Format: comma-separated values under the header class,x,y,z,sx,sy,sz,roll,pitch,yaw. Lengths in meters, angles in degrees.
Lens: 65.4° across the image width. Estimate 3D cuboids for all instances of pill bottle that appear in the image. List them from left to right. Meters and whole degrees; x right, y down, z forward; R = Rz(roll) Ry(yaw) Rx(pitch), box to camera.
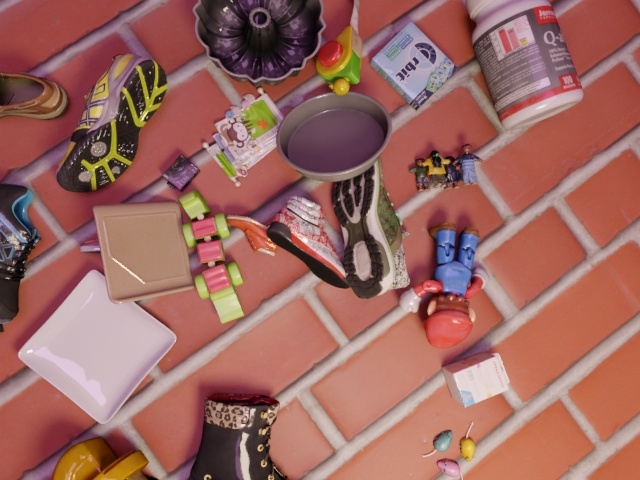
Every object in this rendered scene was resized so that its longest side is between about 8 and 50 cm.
class,x,y,z,sx,sy,sz,roll,pitch,yaw
pill bottle,0.524,-0.496,1.311,0.210,0.210,0.363,-19,88,-6

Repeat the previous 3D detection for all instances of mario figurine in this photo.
class,x,y,z,sx,sy,sz,roll,pitch,yaw
mario figurine,0.327,0.124,1.317,0.198,0.170,0.320,3,72,31

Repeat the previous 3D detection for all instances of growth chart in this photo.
class,x,y,z,sx,sy,sz,roll,pitch,yaw
growth chart,-0.195,-0.281,1.325,0.172,0.021,0.237,45,83,0

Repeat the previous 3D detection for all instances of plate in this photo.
class,x,y,z,sx,sy,sz,roll,pitch,yaw
plate,-0.547,0.261,1.243,0.278,0.045,0.277,39,83,-1

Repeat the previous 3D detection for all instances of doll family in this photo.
class,x,y,z,sx,sy,sz,roll,pitch,yaw
doll family,0.341,-0.198,1.346,0.193,0.076,0.111,-4,82,-11

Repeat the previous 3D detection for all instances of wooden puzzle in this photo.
class,x,y,z,sx,sy,sz,roll,pitch,yaw
wooden puzzle,-0.430,0.022,1.220,0.221,0.044,0.239,-9,83,-47

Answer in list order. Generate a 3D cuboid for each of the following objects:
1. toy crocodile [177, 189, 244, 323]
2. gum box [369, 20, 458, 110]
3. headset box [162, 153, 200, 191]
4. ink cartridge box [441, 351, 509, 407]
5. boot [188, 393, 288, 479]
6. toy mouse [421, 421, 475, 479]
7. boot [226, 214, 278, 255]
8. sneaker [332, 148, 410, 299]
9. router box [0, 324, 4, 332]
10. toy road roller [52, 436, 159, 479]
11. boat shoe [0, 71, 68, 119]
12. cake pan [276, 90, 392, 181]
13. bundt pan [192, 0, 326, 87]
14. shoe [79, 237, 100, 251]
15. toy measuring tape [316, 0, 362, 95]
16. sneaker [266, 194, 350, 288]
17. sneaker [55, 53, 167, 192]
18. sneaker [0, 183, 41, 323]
class,x,y,z,sx,sy,sz,roll,pitch,yaw
toy crocodile,-0.272,0.039,1.253,0.115,0.105,0.340,-16,88,-6
gum box,0.255,-0.478,1.369,0.184,0.041,0.157,44,83,0
headset box,-0.364,-0.172,1.295,0.062,0.032,0.083,41,82,-2
ink cartridge box,0.409,0.356,1.302,0.143,0.090,0.092,-19,88,-7
boot,-0.135,0.538,1.222,0.377,0.138,0.284,7,85,1
toy mouse,0.339,0.564,1.311,0.143,0.031,0.161,0,86,-5
boot,-0.176,-0.015,1.291,0.158,0.059,0.085,21,89,-5
sneaker,0.149,-0.047,1.305,0.182,0.158,0.410,9,72,-43
router box,-0.940,0.114,1.197,0.243,0.081,0.309,-16,88,-6
toy road roller,-0.544,0.614,1.149,0.329,0.202,0.240,-40,78,-12
boat shoe,-0.804,-0.364,1.223,0.324,0.120,0.123,-5,86,-6
cake pan,0.035,-0.261,1.263,0.293,0.054,0.293,-6,56,8
bundt pan,-0.154,-0.548,1.295,0.330,0.124,0.331,0,86,-4
shoe,-0.514,-0.015,1.258,0.178,0.063,0.081,-6,85,-11
toy measuring tape,0.049,-0.525,1.334,0.121,0.121,0.330,5,69,-5
sneaker,0.000,-0.001,1.287,0.270,0.090,0.145,38,61,-18
sneaker,-0.536,-0.292,1.256,0.147,0.145,0.385,32,86,28
sneaker,-0.756,0.027,1.200,0.139,0.125,0.341,-8,89,-11
